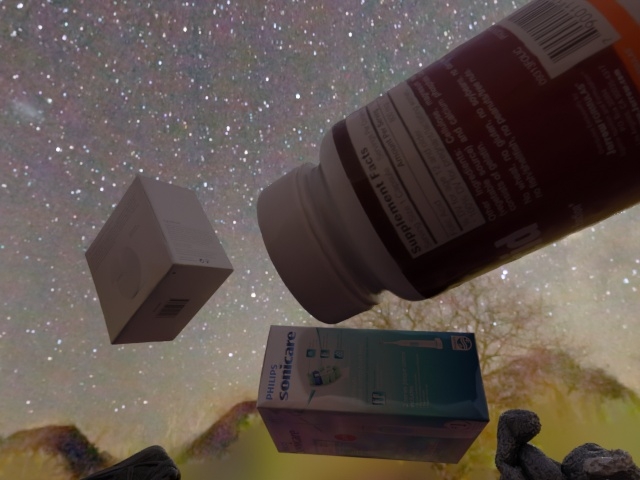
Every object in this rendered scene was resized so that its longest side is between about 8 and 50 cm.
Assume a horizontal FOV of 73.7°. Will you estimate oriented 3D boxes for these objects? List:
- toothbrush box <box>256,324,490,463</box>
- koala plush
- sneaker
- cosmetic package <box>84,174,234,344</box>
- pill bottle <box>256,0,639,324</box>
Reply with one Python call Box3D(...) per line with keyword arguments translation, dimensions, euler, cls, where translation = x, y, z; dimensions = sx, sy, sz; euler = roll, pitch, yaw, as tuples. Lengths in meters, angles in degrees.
Box3D(translation=(0.071, 0.237, 0.644), dimensions=(0.295, 0.126, 0.216), euler=(2, -40, 5), cls="toothbrush box")
Box3D(translation=(0.438, 0.419, 0.727), dimensions=(0.221, 0.203, 0.196), euler=(-22, -71, 38), cls="koala plush")
Box3D(translation=(-0.329, 0.433, 0.690), dimensions=(0.130, 0.087, 0.227), euler=(11, 16, 42), cls="sneaker")
Box3D(translation=(-0.317, 0.040, 0.823), dimensions=(0.224, 0.225, 0.138), euler=(-46, -30, 21), cls="cosmetic package")
Box3D(translation=(0.141, -0.070, 0.465), dimensions=(0.392, 0.224, 0.224), euler=(-28, -37, 19), cls="pill bottle")
